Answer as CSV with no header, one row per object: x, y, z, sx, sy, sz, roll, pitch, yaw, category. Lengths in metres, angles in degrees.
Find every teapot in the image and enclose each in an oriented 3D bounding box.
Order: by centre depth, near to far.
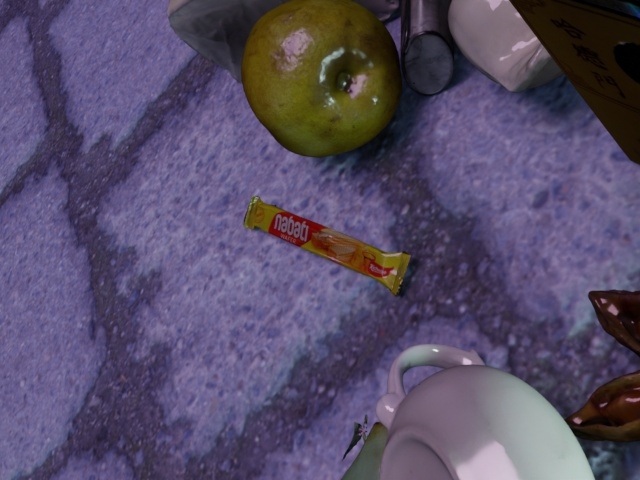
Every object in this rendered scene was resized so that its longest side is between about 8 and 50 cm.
0.134,0.190,0.618,0.165,0.208,0.300,-7,41,-10,teapot

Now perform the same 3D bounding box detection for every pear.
0.001,-0.197,0.916,0.200,0.200,0.200,-21,55,33,pear

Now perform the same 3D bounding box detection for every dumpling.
0.219,-0.251,0.788,0.179,0.131,0.252,-51,21,22,dumpling

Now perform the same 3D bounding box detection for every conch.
0.051,0.251,0.714,0.105,0.079,0.170,11,72,31,conch

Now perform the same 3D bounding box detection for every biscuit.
0.000,0.000,0.927,0.292,0.026,0.048,22,103,46,biscuit

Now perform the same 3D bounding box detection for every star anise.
0.299,0.092,0.563,0.220,0.099,0.214,15,64,51,star anise

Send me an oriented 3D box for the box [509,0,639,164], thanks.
0.257,-0.139,0.486,0.116,0.415,0.264,-53,44,6,box

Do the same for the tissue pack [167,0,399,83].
-0.053,-0.453,1.089,0.297,0.207,0.380,-17,58,33,tissue pack

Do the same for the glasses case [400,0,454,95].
0.129,-0.328,0.935,0.060,0.114,0.299,-3,62,12,glasses case
